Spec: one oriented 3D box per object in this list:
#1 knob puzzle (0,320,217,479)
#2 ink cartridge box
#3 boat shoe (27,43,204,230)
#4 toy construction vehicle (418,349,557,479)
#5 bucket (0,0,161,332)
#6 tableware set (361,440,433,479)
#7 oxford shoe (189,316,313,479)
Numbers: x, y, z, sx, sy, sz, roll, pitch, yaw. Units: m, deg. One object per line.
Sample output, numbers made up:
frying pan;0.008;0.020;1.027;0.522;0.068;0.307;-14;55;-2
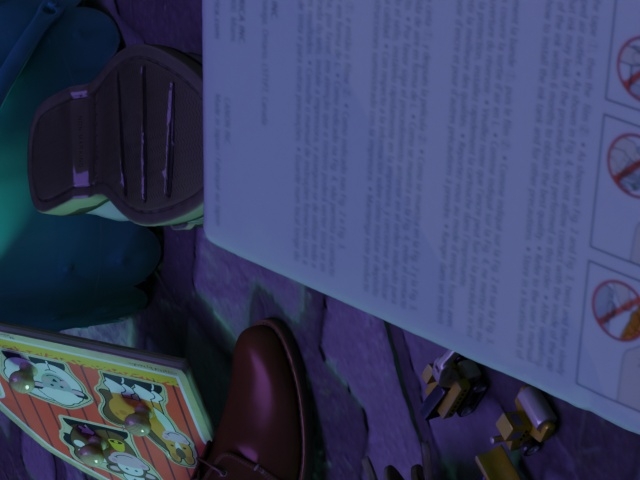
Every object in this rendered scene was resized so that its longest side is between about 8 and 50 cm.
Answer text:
knob puzzle;-0.156;0.137;1.437;0.030;0.213;0.213;-66;6;-34
ink cartridge box;0.108;-0.089;0.911;0.385;0.091;0.308;22;123;34
boat shoe;-0.089;-0.062;1.260;0.302;0.103;0.113;5;93;63
toy construction vehicle;0.084;0.099;1.075;0.086;0.035;0.098;62;150;26
bucket;-0.255;-0.050;1.496;0.281;0.183;0.281;35;132;52
tableware set;0.083;0.207;1.098;0.128;0.039;0.194;50;-162;-66
oxford shoe;-0.054;0.154;1.296;0.076;0.076;0.212;4;89;58
